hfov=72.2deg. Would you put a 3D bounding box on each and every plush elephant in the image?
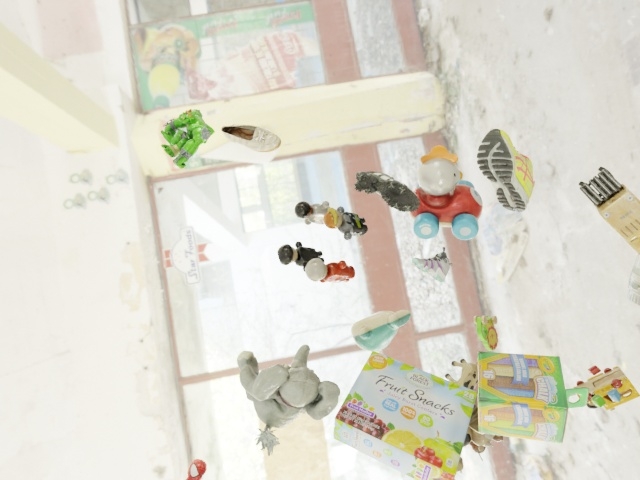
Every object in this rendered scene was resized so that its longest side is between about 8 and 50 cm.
[{"bbox_3d":[-0.095,0.439,1.335,0.255,0.272,0.330,-48,23,25],"label":"plush elephant"}]

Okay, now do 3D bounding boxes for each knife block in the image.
[{"bbox_3d":[0.833,-0.074,1.190,0.275,0.088,0.242,49,-149,9],"label":"knife block"}]

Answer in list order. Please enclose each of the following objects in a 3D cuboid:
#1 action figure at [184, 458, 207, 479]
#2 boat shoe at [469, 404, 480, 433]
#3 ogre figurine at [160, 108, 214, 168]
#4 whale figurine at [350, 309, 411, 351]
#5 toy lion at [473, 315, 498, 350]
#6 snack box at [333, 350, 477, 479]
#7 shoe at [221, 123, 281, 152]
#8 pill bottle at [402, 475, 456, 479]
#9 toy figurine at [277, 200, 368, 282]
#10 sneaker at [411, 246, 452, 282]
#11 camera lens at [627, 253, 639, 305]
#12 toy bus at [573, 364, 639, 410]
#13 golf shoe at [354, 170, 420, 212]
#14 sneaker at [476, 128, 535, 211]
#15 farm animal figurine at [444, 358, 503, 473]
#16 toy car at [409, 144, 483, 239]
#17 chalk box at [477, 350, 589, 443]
[{"bbox_3d":[-0.197,0.437,0.578,0.091,0.139,0.280,37,-133,-26],"label":"action figure"},{"bbox_3d":[0.368,0.425,1.077,0.045,0.050,0.135,53,179,-25],"label":"boat shoe"},{"bbox_3d":[-0.343,-0.273,1.128,0.097,0.118,0.197,49,-173,-27],"label":"ogre figurine"},{"bbox_3d":[0.242,0.349,1.701,0.272,0.216,0.141,-33,76,50],"label":"whale figurine"},{"bbox_3d":[0.464,0.257,1.218,0.034,0.100,0.096,-11,75,45],"label":"toy lion"},{"bbox_3d":[0.152,0.310,0.781,0.174,0.207,0.070,-45,-33,-48],"label":"snack box"},{"bbox_3d":[-0.239,-0.351,1.489,0.058,0.219,0.076,41,-115,-71],"label":"shoe"},{"bbox_3d":[0.260,0.539,0.852,0.215,0.117,0.117,37,167,11],"label":"pill bottle"},{"bbox_3d":[0.000,0.000,1.170,0.213,0.148,0.209,27,103,50],"label":"toy figurine"},{"bbox_3d":[0.241,0.040,0.932,0.069,0.098,0.038,-58,31,3],"label":"sneaker"},{"bbox_3d":[1.047,0.072,1.270,0.219,0.220,0.274,-109,28,-74],"label":"camera lens"},{"bbox_3d":[0.955,0.517,1.478,0.104,0.191,0.202,55,155,3],"label":"toy bus"},{"bbox_3d":[0.193,-0.146,1.203,0.094,0.198,0.077,-31,-34,-50],"label":"golf shoe"},{"bbox_3d":[0.407,-0.163,0.944,0.081,0.094,0.208,19,152,50],"label":"sneaker"},{"bbox_3d":[0.445,0.573,1.375,0.330,0.327,0.172,69,165,-10],"label":"farm animal figurine"},{"bbox_3d":[0.358,-0.158,1.251,0.219,0.211,0.237,-72,-22,-48],"label":"toy car"},{"bbox_3d":[0.448,0.333,0.934,0.132,0.213,0.132,-63,-35,-49],"label":"chalk box"}]
